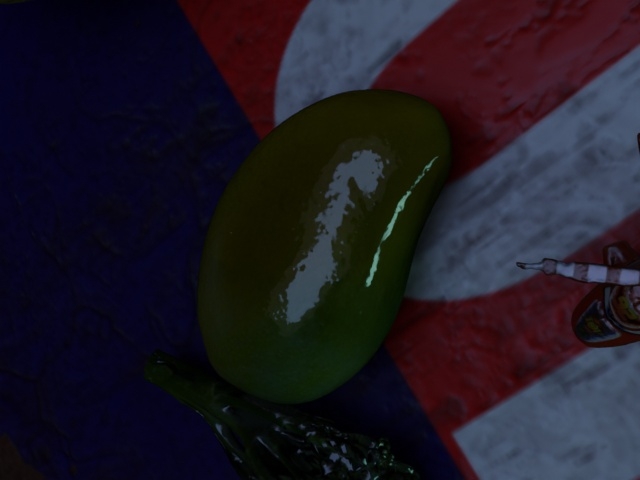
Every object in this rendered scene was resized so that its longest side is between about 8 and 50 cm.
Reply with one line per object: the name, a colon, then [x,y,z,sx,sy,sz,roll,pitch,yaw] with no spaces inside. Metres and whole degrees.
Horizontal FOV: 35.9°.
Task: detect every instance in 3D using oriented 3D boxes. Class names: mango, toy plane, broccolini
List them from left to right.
broccolini: [-0.024,0.116,0.596,0.203,0.068,0.091,37,130,34]
mango: [-0.003,0.000,0.559,0.122,0.085,0.191,27,96,37]
toy plane: [0.198,-0.010,0.444,0.126,0.077,0.194,44,105,17]

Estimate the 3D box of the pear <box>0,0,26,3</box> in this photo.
pear: [-0.201,-0.278,0.565,0.271,0.271,0.271,2,94,30]
